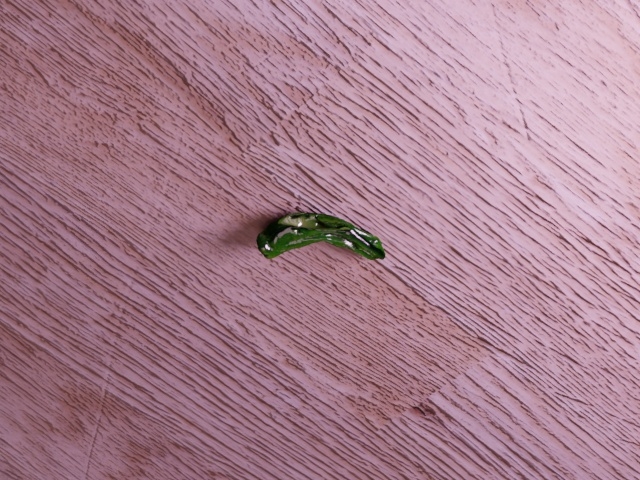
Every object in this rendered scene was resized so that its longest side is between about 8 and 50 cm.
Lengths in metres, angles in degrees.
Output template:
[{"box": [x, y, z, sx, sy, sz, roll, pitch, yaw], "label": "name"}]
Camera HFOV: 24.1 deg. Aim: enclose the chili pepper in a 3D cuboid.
[{"box": [0.003, -0.005, 2.073, 0.182, 0.050, 0.073, 6, 122, -2], "label": "chili pepper"}]
